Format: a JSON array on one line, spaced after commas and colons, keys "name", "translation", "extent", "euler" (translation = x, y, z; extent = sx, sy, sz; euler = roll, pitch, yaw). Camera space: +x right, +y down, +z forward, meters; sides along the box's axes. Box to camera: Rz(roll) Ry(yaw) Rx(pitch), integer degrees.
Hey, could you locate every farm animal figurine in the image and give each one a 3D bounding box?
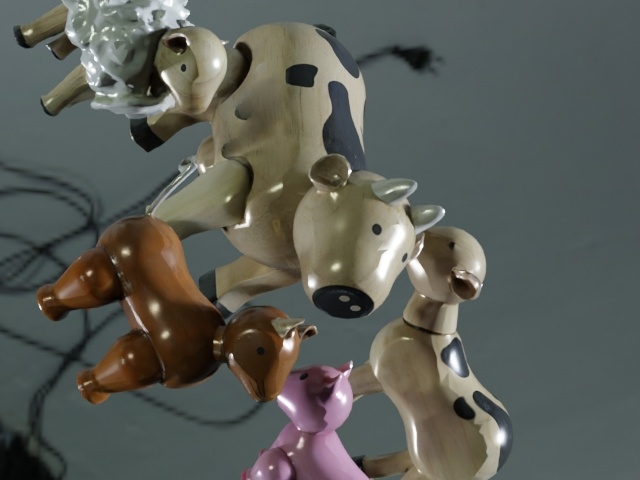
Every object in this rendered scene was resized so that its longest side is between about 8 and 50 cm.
[{"name": "farm animal figurine", "translation": [0.000, 0.000, 0.864], "extent": [0.172, 0.327, 0.330], "euler": [-28, 148, 21]}]
